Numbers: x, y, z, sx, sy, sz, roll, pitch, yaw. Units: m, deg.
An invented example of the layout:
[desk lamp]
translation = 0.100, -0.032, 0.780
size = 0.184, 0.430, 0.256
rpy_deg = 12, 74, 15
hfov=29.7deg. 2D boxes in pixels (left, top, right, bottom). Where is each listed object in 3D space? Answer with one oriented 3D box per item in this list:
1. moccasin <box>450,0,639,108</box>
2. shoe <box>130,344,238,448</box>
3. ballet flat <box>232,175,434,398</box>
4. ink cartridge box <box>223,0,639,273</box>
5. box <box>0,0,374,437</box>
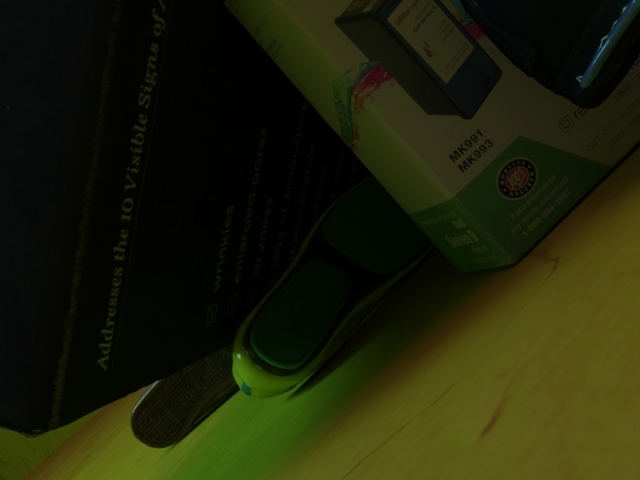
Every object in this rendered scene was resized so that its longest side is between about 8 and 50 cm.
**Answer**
[moccasin]
translation = 0.199, -0.188, 0.491
size = 0.137, 0.117, 0.342
rpy_deg = -29, -11, -46
[shoe]
translation = -0.095, 0.103, 1.115
size = 0.219, 0.076, 0.058
rpy_deg = -43, 7, 18
[ballet flat]
translation = 0.013, 0.030, 0.874
size = 0.231, 0.077, 0.077
rpy_deg = -46, -13, -34
[ink cartridge box]
translation = 0.074, -0.111, 0.663
size = 0.154, 0.212, 0.093
rpy_deg = -42, 3, -10
[box]
translation = -0.130, -0.185, 0.848
size = 0.472, 0.297, 0.480
rpy_deg = -22, -53, -66
